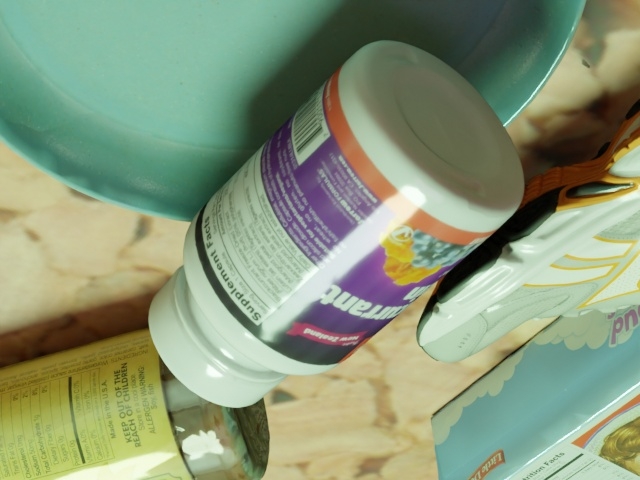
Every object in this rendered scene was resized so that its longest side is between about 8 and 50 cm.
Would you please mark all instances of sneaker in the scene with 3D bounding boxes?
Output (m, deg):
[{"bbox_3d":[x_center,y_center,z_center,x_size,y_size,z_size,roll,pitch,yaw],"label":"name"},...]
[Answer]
[{"bbox_3d":[0.168,0.010,0.887,0.262,0.099,0.121,-38,101,30],"label":"sneaker"}]

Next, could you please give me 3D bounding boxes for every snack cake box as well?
[{"bbox_3d":[0.213,0.102,1.025,0.152,0.089,0.264,28,127,-29],"label":"snack cake box"}]

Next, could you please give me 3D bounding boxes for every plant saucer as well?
[{"bbox_3d":[-0.031,-0.131,0.783,0.318,0.043,0.317,-4,136,-4],"label":"plant saucer"}]

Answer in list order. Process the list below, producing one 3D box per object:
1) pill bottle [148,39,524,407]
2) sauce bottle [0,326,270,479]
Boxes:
[{"bbox_3d":[0.000,0.000,0.815,0.108,0.108,0.193,25,128,-29],"label":"pill bottle"},{"bbox_3d":[-0.205,0.136,0.997,0.344,0.111,0.111,-15,136,11],"label":"sauce bottle"}]
